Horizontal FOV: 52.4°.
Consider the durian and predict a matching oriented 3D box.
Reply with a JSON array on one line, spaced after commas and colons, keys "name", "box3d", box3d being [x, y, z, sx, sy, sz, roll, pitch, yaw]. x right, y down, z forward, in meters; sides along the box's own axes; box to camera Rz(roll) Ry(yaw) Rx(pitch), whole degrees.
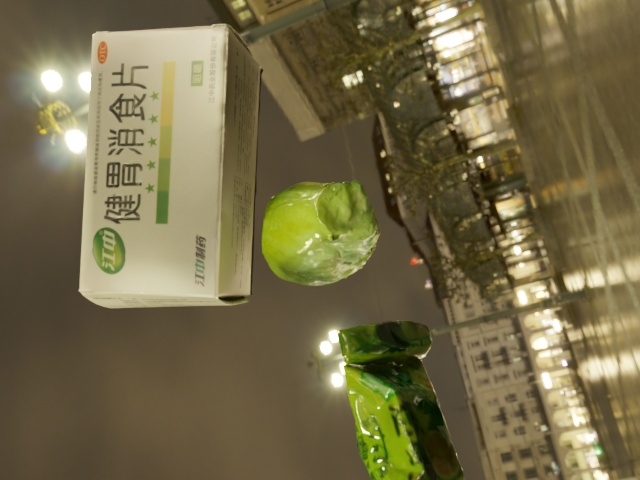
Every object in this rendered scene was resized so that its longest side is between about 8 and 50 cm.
[{"name": "durian", "box3d": [0.000, 0.000, 0.758, 0.250, 0.139, 0.101, 101, 178, -70]}]

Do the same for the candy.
[{"name": "candy", "box3d": [0.086, 0.204, 0.646, 0.149, 0.069, 0.246, 10, -122, -49]}]

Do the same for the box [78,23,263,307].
[{"name": "box", "box3d": [-0.178, -0.080, 0.802, 0.145, 0.173, 0.333, 21, -109, -78]}]
